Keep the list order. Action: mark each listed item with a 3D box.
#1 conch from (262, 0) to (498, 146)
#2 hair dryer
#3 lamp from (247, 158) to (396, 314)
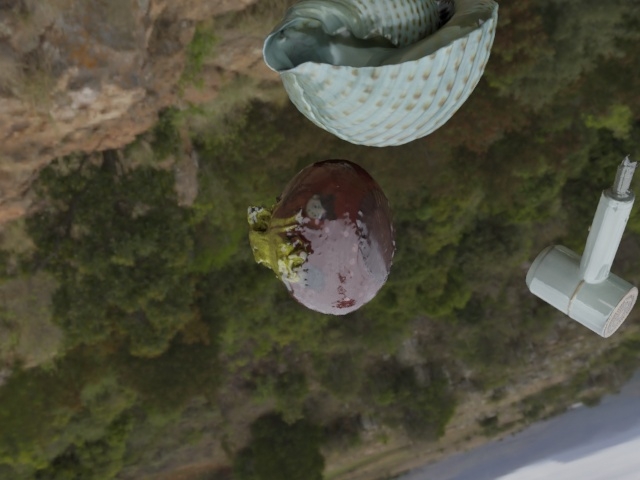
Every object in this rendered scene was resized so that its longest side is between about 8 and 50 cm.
[{"bbox_3d":[0.072,-0.227,1.010,0.319,0.303,0.215,-44,138,-36],"label":"conch"},{"bbox_3d":[0.473,-0.008,1.310,0.107,0.173,0.357,-33,142,-33],"label":"hair dryer"},{"bbox_3d":[0.001,-0.004,0.774,0.135,0.156,0.157,-3,142,28],"label":"lamp"}]
